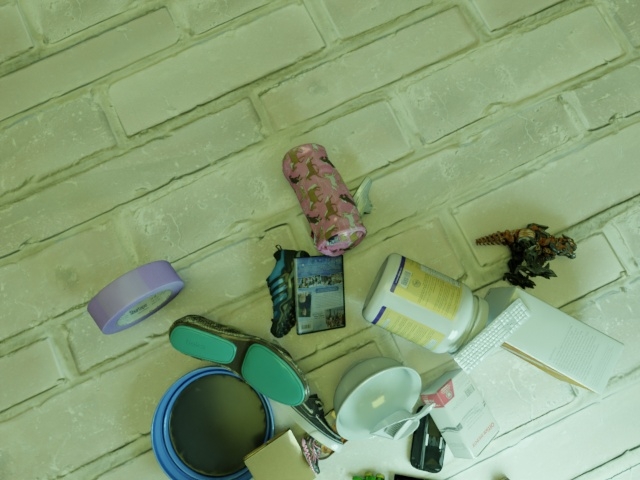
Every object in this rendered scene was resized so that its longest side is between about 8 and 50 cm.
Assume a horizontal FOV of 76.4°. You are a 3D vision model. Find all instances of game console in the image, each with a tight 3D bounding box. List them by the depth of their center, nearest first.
[{"bbox_3d":[0.354,0.724,1.305,0.214,0.044,0.360,10,83,2],"label":"game console"}]

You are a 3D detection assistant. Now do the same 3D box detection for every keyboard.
[{"bbox_3d":[0.495,0.275,1.166,0.256,0.014,0.072,-42,95,-2],"label":"keyboard"}]

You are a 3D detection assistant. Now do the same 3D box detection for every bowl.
[{"bbox_3d":[0.155,0.468,1.273,0.298,0.134,0.297,-12,121,-20],"label":"bowl"},{"bbox_3d":[-0.340,0.604,1.319,0.392,0.077,0.390,0,82,1],"label":"bowl"}]

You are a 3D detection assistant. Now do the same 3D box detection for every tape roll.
[{"bbox_3d":[-0.578,0.180,1.288,0.275,0.275,0.090,-36,82,-4],"label":"tape roll"}]

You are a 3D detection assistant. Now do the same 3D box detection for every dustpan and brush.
[{"bbox_3d":[0.270,0.560,1.260,0.147,0.060,0.211,32,101,-36],"label":"dustpan and brush"}]

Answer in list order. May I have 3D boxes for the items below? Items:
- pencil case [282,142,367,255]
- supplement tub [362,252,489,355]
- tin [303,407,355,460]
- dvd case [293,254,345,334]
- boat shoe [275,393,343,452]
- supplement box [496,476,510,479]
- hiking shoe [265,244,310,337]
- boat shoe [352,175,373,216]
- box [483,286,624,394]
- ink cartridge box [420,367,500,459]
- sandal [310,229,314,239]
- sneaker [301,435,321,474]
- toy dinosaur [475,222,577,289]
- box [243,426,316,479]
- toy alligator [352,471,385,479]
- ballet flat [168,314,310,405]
[{"bbox_3d":[0.005,-0.142,1.354,0.167,0.160,0.385,-5,62,-38],"label":"pencil case"},{"bbox_3d":[0.324,0.207,1.285,0.332,0.241,0.240,25,83,4],"label":"supplement tub"},{"bbox_3d":[0.029,0.628,1.329,0.190,0.040,0.106,-38,86,-4],"label":"tin"},{"bbox_3d":[0.000,0.175,1.345,0.181,0.022,0.252,-3,91,-29],"label":"dvd case"},{"bbox_3d":[-0.036,0.538,1.294,0.301,0.108,0.102,33,74,26],"label":"boat shoe"},{"bbox_3d":[0.583,0.784,1.270,0.055,0.083,0.043,-20,81,-1],"label":"supplement box"},{"bbox_3d":[-0.126,0.174,1.381,0.132,0.113,0.303,11,79,24],"label":"hiking shoe"},{"bbox_3d":[0.138,-0.113,1.426,0.081,0.079,0.227,26,89,-2],"label":"boat shoe"},{"bbox_3d":[0.689,0.300,1.276,0.346,0.215,0.168,29,84,6],"label":"box"},{"bbox_3d":[0.439,0.539,1.276,0.159,0.092,0.217,-23,78,-35],"label":"ink cartridge box"},{"bbox_3d":[0.000,0.000,1.414,0.040,0.067,0.179,-34,84,7],"label":"sandal"},{"bbox_3d":[-0.018,0.676,1.287,0.057,0.047,0.119,-20,82,-13],"label":"sneaker"},{"bbox_3d":[0.694,0.037,1.377,0.323,0.164,0.218,0,66,19],"label":"toy dinosaur"},{"bbox_3d":[-0.124,0.713,1.272,0.165,0.021,0.201,-29,103,-18],"label":"box"},{"bbox_3d":[0.195,0.776,1.282,0.190,0.056,0.051,-4,118,20],"label":"toy alligator"},{"bbox_3d":[-0.240,0.353,1.304,0.484,0.182,0.163,23,103,6],"label":"ballet flat"}]
